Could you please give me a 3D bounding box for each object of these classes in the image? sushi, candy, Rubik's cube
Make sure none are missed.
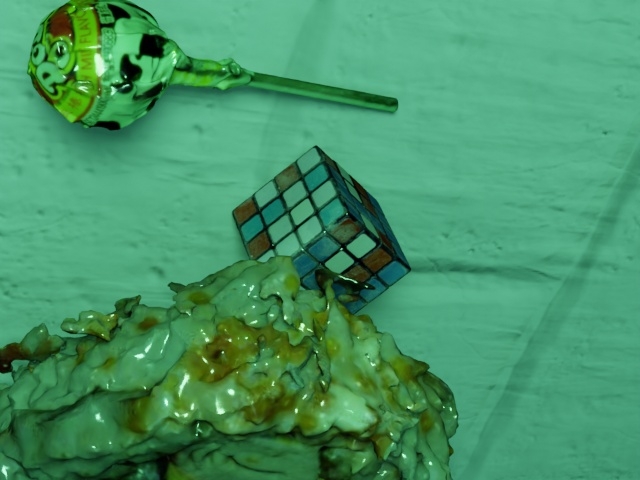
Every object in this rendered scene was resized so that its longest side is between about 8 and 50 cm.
[{"bbox_3d":[-0.089,0.182,1.117,0.417,0.176,0.417,1,143,1],"label":"sushi"},{"bbox_3d":[-0.063,-0.111,1.015,0.305,0.091,0.083,6,155,-35],"label":"candy"},{"bbox_3d":[0.000,0.000,1.119,0.092,0.092,0.092,-37,133,13],"label":"Rubik's cube"}]
